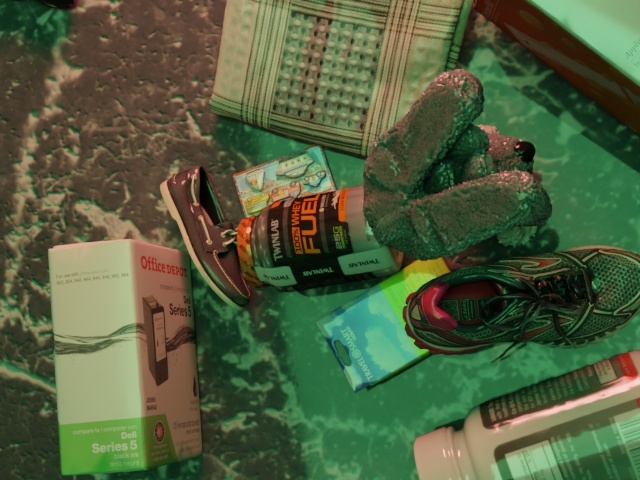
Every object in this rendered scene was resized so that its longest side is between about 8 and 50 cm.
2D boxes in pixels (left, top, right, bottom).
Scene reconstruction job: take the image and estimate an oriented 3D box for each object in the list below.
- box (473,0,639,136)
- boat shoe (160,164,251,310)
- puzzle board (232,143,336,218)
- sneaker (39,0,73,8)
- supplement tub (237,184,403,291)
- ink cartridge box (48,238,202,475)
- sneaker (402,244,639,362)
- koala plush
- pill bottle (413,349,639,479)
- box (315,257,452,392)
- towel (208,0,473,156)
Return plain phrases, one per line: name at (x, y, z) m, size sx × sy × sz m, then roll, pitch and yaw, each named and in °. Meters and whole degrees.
box at (0.360, -0.242, 1.199) m, size 0.345 × 0.215 × 0.168 m, roll 39°, pitch 94°, yaw 4°
boat shoe at (-0.137, -0.006, 1.397) m, size 0.065 × 0.075 × 0.206 m, roll -34°, pitch 73°, yaw 11°
puzzle board at (-0.045, -0.063, 1.413) m, size 0.128 × 0.011 × 0.096 m, roll -20°, pitch 80°, yaw 10°
sneaker at (-0.419, -0.384, 1.518) m, size 0.178 × 0.072 × 0.077 m, roll 16°, pitch 76°, yaw 7°
supplement tub at (0.000, 0.000, 1.337) m, size 0.190 × 0.117 × 0.117 m, roll -11°, pitch 82°, yaw 16°
ink cartridge box at (-0.239, 0.143, 1.341) m, size 0.114 × 0.198 × 0.273 m, roll -6°, pitch 83°, yaw 13°
sneaker at (0.250, 0.073, 1.254) m, size 0.299 × 0.112 × 0.121 m, roll -12°, pitch 78°, yaw -7°
koala plush at (0.174, -0.073, 1.261) m, size 0.203 × 0.221 × 0.196 m, roll -36°, pitch 77°, yaw 31°
pill bottle at (0.262, 0.244, 1.227) m, size 0.283 × 0.161 × 0.161 m, roll -21°, pitch 80°, yaw 11°
box at (0.097, 0.102, 1.343) m, size 0.178 × 0.042 × 0.109 m, roll -31°, pitch 78°, yaw 8°
towel at (0.027, -0.278, 1.357) m, size 0.312 × 0.056 × 0.324 m, roll 17°, pitch 104°, yaw 15°
